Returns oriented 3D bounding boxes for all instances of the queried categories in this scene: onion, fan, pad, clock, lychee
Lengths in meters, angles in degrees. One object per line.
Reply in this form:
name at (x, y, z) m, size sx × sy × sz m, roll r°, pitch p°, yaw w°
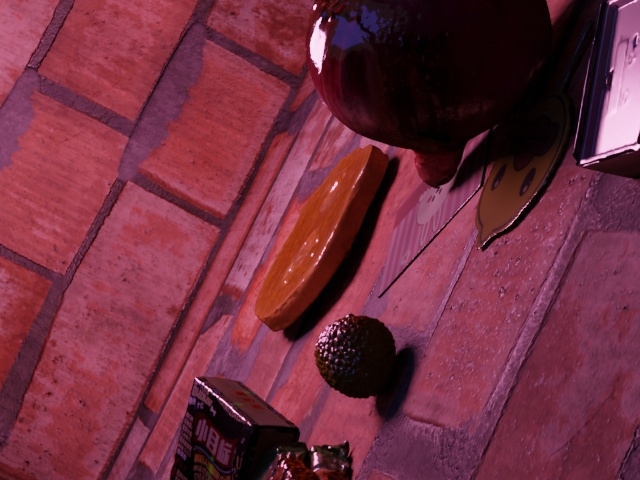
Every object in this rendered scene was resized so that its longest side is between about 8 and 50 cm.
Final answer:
onion at (0.156, -0.235, 1.945) m, size 0.348 × 0.347 × 0.385 m, roll -77°, pitch -17°, yaw -48°
fan at (0.282, -0.136, 1.792) m, size 0.335 × 0.011 × 0.229 m, roll -64°, pitch 12°, yaw 1°
pad at (0.175, -0.063, 2.088) m, size 0.300 × 0.005 × 0.202 m, roll -50°, pitch 17°, yaw 44°
clock at (0.334, -0.169, 1.411) m, size 0.147 × 0.071 × 0.192 m, roll 162°, pitch 120°, yaw -73°
lychee at (0.050, 0.157, 1.893) m, size 0.114 × 0.114 × 0.146 m, roll -57°, pitch 33°, yaw 24°

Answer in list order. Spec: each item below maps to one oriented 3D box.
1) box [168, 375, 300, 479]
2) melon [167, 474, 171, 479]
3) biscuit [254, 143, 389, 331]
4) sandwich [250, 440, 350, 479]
box at (-0.145, 0.376, 1.988) m, size 0.198 × 0.084 × 0.310 m, roll 30°, pitch 108°, yaw 56°
melon at (-0.132, 0.391, 2.149) m, size 0.265 × 0.129 × 0.169 m, roll -50°, pitch 46°, yaw 33°
biscuit at (0.002, 0.001, 2.527) m, size 0.365 × 0.062 × 0.385 m, roll -64°, pitch 12°, yaw -19°
sandwich at (-0.053, 0.397, 1.802) m, size 0.292 × 0.109 × 0.212 m, roll -62°, pitch 12°, yaw 2°
